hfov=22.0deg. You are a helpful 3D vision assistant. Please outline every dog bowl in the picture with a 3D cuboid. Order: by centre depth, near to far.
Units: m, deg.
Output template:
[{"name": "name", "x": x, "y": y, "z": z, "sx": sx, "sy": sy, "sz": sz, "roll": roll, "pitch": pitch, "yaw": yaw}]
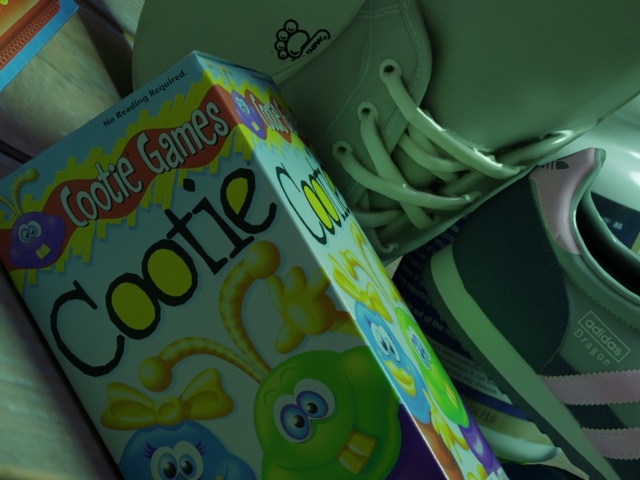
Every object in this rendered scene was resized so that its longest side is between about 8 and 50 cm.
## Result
[{"name": "dog bowl", "x": 0.003, "y": -0.123, "z": 1.175, "sx": 0.265, "sy": 0.265, "sz": 0.104, "roll": 62, "pitch": 13, "yaw": 16}]

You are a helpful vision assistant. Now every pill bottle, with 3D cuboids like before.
[{"name": "pill bottle", "x": 0.143, "y": -0.003, "z": 1.069, "sx": 0.153, "sy": 0.265, "sz": 0.153, "roll": 24, "pitch": 12, "yaw": -5}]

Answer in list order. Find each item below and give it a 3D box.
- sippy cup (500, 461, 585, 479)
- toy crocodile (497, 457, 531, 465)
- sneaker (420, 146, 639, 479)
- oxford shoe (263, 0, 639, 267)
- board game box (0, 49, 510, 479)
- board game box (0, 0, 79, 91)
[{"name": "sippy cup", "x": 0.150, "y": 0.253, "z": 0.947, "sx": 0.224, "sy": 0.240, "sz": 0.305, "roll": 45, "pitch": 8, "yaw": -21}, {"name": "toy crocodile", "x": 0.117, "y": 0.224, "z": 1.146, "sx": 0.340, "sy": 0.115, "sz": 0.105, "roll": 38, "pitch": 43, "yaw": -57}, {"name": "sneaker", "x": 0.207, "y": 0.087, "z": 0.907, "sx": 0.319, "sy": 0.131, "sz": 0.112, "roll": 43, "pitch": 20, "yaw": -1}, {"name": "oxford shoe", "x": 0.055, "y": -0.064, "z": 0.935, "sx": 0.169, "sy": 0.449, "sz": 0.130, "roll": 35, "pitch": 48, "yaw": -26}, {"name": "board game box", "x": -0.032, "y": 0.062, "z": 0.838, "sx": 0.275, "sy": 0.144, "sz": 0.142, "roll": 59, "pitch": 12, "yaw": 7}, {"name": "board game box", "x": -0.245, "y": -0.172, "z": 0.681, "sx": 0.302, "sy": 0.086, "sz": 0.308, "roll": 55, "pitch": 11, "yaw": -15}]
